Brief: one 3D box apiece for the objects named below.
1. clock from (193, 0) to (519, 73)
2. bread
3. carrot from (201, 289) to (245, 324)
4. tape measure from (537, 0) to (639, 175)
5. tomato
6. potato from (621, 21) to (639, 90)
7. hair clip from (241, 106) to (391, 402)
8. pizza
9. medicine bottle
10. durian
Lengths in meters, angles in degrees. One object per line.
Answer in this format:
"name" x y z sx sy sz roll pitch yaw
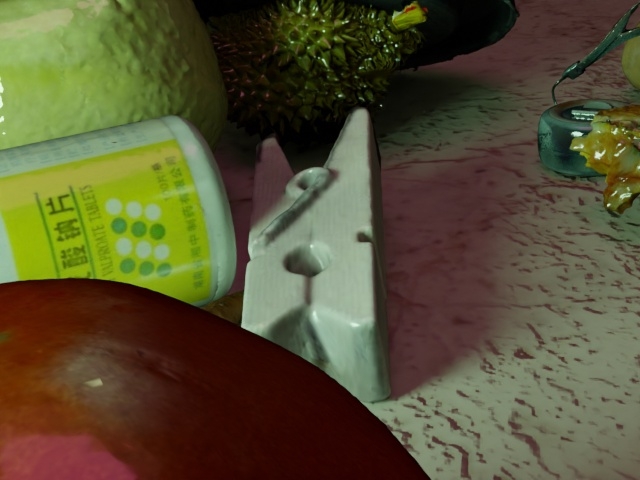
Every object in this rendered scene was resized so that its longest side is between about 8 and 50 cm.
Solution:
"clock" 0.014 -0.256 1.272 0.386 0.076 0.386 -1 -7 0
"bread" -0.236 -0.124 1.027 0.321 0.237 0.320 -23 18 8
"carrot" -0.082 0.064 0.800 0.036 0.035 0.165 7 23 29
"tape measure" 0.253 -0.145 1.056 0.104 0.179 0.107 21 30 18
"tomato" -0.091 0.132 0.388 0.299 0.226 0.298 -8 20 3
"potato" 0.380 -0.194 1.216 0.109 0.118 0.178 24 -2 -21
"hair clip" 0.001 0.004 0.860 0.101 0.085 0.331 -7 29 3
"pizza" 0.310 -0.062 0.942 0.229 0.081 0.289 3 22 5
"medicine bottle" -0.199 0.005 0.831 0.258 0.143 0.143 -14 24 -19
"durian" 0.002 -0.161 1.170 0.237 0.137 0.193 -9 -10 39
